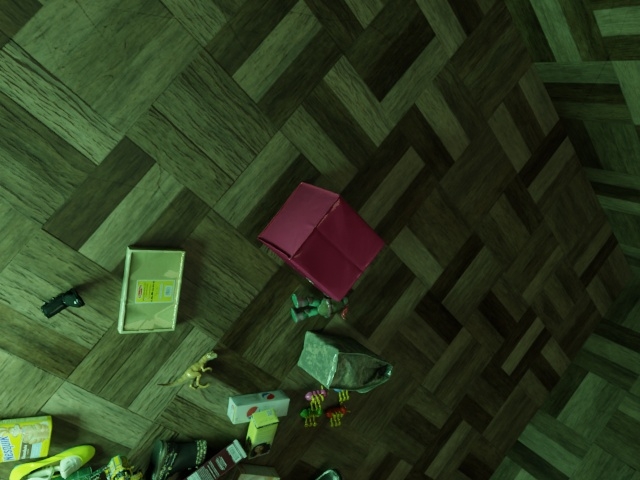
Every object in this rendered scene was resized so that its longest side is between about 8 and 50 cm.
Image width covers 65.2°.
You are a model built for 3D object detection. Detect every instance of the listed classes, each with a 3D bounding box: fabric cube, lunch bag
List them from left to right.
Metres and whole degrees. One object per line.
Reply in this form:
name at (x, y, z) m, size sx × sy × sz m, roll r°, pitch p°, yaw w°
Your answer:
fabric cube at (0.000, 0.000, 1.654) m, size 0.259 × 0.254 × 0.258 m, roll -52°, pitch 125°, yaw -6°
lunch bag at (0.099, 0.456, 1.878) m, size 0.287 × 0.235 × 0.168 m, roll 13°, pitch 93°, yaw -33°

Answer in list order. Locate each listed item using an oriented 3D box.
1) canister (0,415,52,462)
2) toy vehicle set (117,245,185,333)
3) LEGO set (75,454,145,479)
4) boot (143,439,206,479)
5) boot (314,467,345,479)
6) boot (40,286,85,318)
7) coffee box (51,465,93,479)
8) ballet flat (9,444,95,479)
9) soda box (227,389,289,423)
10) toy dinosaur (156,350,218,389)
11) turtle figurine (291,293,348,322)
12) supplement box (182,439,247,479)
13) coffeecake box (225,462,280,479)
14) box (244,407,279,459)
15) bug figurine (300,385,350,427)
canister at (-0.866, 0.566, 1.425) m, size 0.170 × 0.073 × 0.126 m, roll 6°, pitch 103°, yaw -34°
toy vehicle set at (-0.513, 0.151, 1.523) m, size 0.166 × 0.035 × 0.266 m, roll 4°, pitch 104°, yaw -32°
LEGO set at (-0.677, 0.838, 1.509) m, size 0.332 × 0.192 × 0.254 m, roll -13°, pitch 115°, yaw -29°
boot at (-0.500, 0.789, 1.718) m, size 0.179 × 0.085 × 0.236 m, roll 11°, pitch 101°, yaw -37°
boot at (-0.084, 1.057, 1.992) m, size 0.377 × 0.138 × 0.284 m, roll -44°, pitch 141°, yaw -3°
boot at (-0.705, 0.177, 1.367) m, size 0.099 × 0.121 × 0.045 m, roll -35°, pitch 119°, yaw -24°
coffee box at (-0.804, 0.790, 1.556) m, size 0.184 × 0.040 × 0.113 m, roll -9°, pitch 111°, yaw -29°
ballet flat at (-0.798, 0.687, 1.504) m, size 0.231 × 0.077 × 0.077 m, roll -7°, pitch 109°, yaw -30°
soda box at (-0.226, 0.607, 1.832) m, size 0.216 × 0.069 × 0.073 m, roll 3°, pitch 104°, yaw -31°
toy dinosaur at (-0.432, 0.452, 1.671) m, size 0.212 × 0.064 × 0.112 m, roll -36°, pitch 103°, yaw -27°
turtle figurine at (0.013, 0.224, 1.828) m, size 0.234 × 0.118 × 0.175 m, roll -10°, pitch 111°, yaw -22°
supplement box at (-0.376, 0.807, 1.766) m, size 0.239 × 0.130 × 0.073 m, roll -33°, pitch 75°, yaw -17°
coffeecake box at (-0.271, 0.940, 1.916) m, size 0.186 × 0.068 × 0.142 m, roll 26°, pitch 93°, yaw -35°
box at (-0.216, 0.706, 1.823) m, size 0.087 × 0.058 × 0.232 m, roll -8°, pitch 133°, yaw -25°
bug figurine at (0.034, 0.636, 1.968) m, size 0.216 × 0.072 × 0.279 m, roll -4°, pitch 133°, yaw -19°
